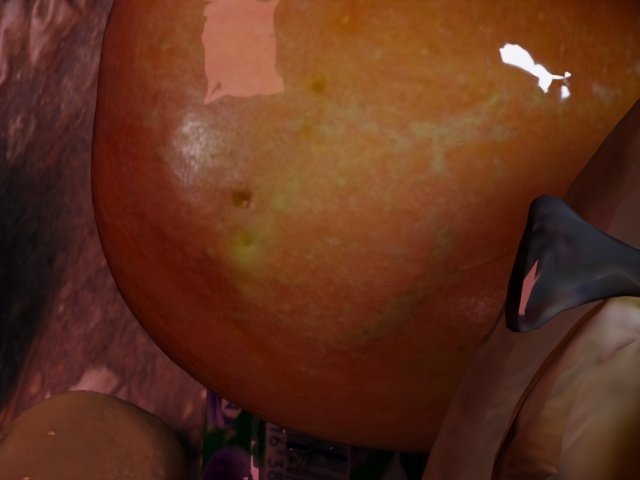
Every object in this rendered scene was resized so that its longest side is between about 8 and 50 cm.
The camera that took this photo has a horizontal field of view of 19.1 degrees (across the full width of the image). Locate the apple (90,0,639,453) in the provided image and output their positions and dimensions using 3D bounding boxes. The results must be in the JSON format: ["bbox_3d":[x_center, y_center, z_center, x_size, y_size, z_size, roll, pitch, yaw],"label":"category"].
[{"bbox_3d":[0.041,-0.048,0.697,0.253,0.253,0.254,-28,51,42],"label":"apple"}]

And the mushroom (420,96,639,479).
[{"bbox_3d":[0.142,0.091,0.429,0.362,0.294,0.362,-25,56,43],"label":"mushroom"}]

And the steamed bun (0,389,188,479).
[{"bbox_3d":[-0.147,0.177,0.929,0.231,0.110,0.213,-11,63,47],"label":"steamed bun"}]

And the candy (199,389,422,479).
[{"bbox_3d":[0.000,0.000,0.841,0.061,0.088,0.312,-27,52,49],"label":"candy"}]
